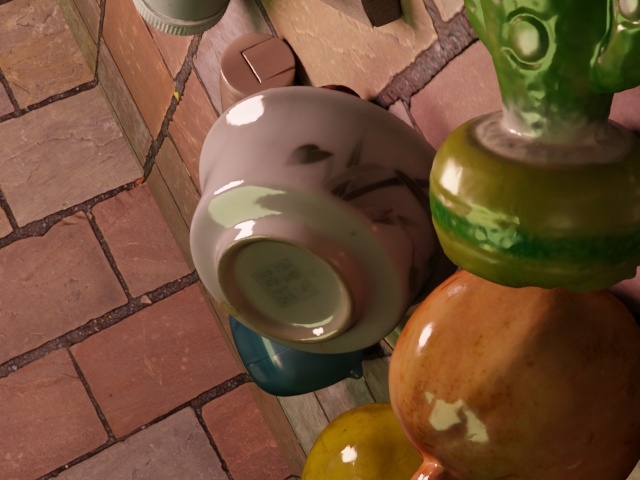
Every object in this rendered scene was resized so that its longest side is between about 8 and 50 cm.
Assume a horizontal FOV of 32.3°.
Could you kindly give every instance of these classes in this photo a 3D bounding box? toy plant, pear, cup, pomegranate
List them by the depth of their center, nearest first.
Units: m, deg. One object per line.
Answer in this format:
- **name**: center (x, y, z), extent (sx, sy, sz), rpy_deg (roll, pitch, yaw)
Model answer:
- **toy plant**: center (0.179, -0.133, 0.849), extent (0.224, 0.184, 0.316), rpy_deg (38, 135, 48)
- **pomegranate**: center (0.180, 0.153, 1.050), extent (0.229, 0.270, 0.252), rpy_deg (34, 155, 45)
- **cup**: center (-0.013, 0.007, 1.296), extent (0.347, 0.163, 0.347), rpy_deg (13, 134, 14)
- **pear**: center (0.113, 0.363, 1.633), extent (0.375, 0.287, 0.287), rpy_deg (-76, -35, -72)

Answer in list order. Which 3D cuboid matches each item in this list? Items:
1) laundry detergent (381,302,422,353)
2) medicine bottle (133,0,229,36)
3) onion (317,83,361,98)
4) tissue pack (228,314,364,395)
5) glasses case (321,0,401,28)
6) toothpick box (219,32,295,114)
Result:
- **laundry detergent**: center (0.139, 0.137, 1.488), extent (0.253, 0.091, 0.181), rpy_deg (50, 166, 39)
- **medicine bottle**: center (-0.177, -0.407, 1.519), extent (0.158, 0.158, 0.318), rpy_deg (63, 164, 2)
- **onion**: center (0.048, -0.126, 1.371), extent (0.150, 0.140, 0.150), rpy_deg (38, -134, -54)
- **tissue pack**: center (-0.039, 0.174, 1.929), extent (0.206, 0.198, 0.287), rpy_deg (64, 162, 4)
- **glasses case**: center (0.018, -0.302, 1.260), extent (0.205, 0.047, 0.071), rpy_deg (42, 154, 53)
- **toothpick box**: center (-0.094, -0.216, 1.646), extent (0.111, 0.111, 0.181), rpy_deg (58, 165, 18)
